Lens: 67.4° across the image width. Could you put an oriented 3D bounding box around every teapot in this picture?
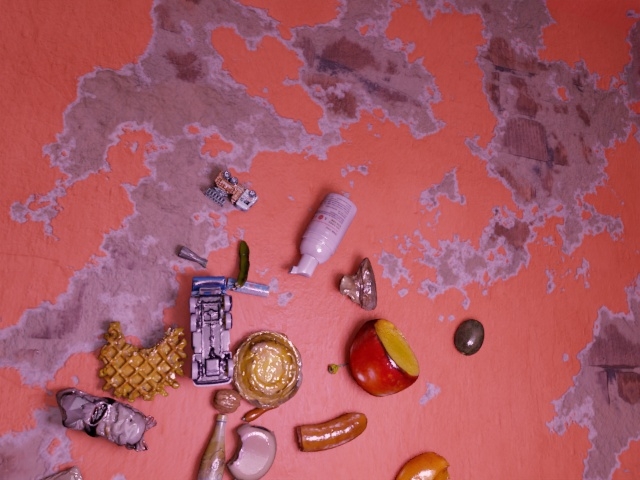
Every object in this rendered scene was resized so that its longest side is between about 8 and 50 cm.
[{"bbox_3d":[-0.463,0.063,1.755,0.111,0.043,0.042,30,69,-14],"label":"teapot"}]

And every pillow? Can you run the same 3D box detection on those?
[{"bbox_3d":[-0.763,0.802,1.454,0.119,0.053,0.208,-18,83,-18],"label":"pillow"}]

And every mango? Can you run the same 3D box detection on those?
[{"bbox_3d":[0.364,0.894,1.773,0.252,0.126,0.153,-36,101,-16],"label":"mango"}]

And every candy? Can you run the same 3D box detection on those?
[{"bbox_3d":[0.084,0.480,1.838,0.123,0.035,0.035,-11,112,-30],"label":"candy"}]

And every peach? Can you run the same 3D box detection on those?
[{"bbox_3d":[0.221,0.432,1.782,0.245,0.248,0.274,-26,76,0],"label":"peach"}]

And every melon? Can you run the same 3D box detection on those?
[{"bbox_3d":[0.617,0.405,1.988,0.114,0.114,0.167,35,66,-7],"label":"melon"}]

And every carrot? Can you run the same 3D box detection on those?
[{"bbox_3d":[-0.213,0.607,1.702,0.142,0.035,0.035,-18,82,-26],"label":"carrot"}]

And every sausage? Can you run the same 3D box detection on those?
[{"bbox_3d":[0.047,0.689,1.732,0.271,0.109,0.108,-11,80,-20],"label":"sausage"}]

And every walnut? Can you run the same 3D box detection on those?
[{"bbox_3d":[-0.321,0.554,1.656,0.096,0.082,0.078,22,98,-13],"label":"walnut"}]

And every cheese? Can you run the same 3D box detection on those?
[{"bbox_3d":[-0.252,0.770,1.620,0.163,0.082,0.286,25,71,-10],"label":"cheese"}]

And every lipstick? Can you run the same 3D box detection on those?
[{"bbox_3d":[-0.270,0.176,1.784,0.158,0.048,0.048,13,72,-15],"label":"lipstick"}]

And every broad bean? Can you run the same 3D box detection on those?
[{"bbox_3d":[-0.290,0.097,1.773,0.069,0.039,0.226,40,39,-32],"label":"broad bean"}]

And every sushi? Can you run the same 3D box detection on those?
[{"bbox_3d":[-0.681,0.557,1.504,0.332,0.130,0.124,24,70,-11],"label":"sushi"}]

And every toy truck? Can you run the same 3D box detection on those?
[{"bbox_3d":[-0.378,0.307,1.646,0.146,0.175,0.367,1,76,-17],"label":"toy truck"},{"bbox_3d":[-0.336,-0.173,1.835,0.178,0.080,0.115,34,73,-6],"label":"toy truck"}]

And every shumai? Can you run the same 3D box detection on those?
[{"bbox_3d":[0.146,0.176,1.887,0.153,0.161,0.209,-8,101,2],"label":"shumai"}]

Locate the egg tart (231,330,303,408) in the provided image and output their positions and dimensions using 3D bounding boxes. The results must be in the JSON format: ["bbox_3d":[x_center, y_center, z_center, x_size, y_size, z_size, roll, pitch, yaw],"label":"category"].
[{"bbox_3d":[-0.179,0.456,1.706,0.279,0.095,0.278,9,71,-26],"label":"egg tart"}]

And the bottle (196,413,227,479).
[{"bbox_3d":[-0.352,0.719,1.600,0.083,0.083,0.269,16,66,-14],"label":"bottle"}]

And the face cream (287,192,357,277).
[{"bbox_3d":[0.000,0.000,1.871,0.145,0.145,0.369,32,70,-8],"label":"face cream"}]

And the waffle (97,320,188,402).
[{"bbox_3d":[-0.590,0.400,1.577,0.293,0.069,0.259,2,77,-1],"label":"waffle"}]
